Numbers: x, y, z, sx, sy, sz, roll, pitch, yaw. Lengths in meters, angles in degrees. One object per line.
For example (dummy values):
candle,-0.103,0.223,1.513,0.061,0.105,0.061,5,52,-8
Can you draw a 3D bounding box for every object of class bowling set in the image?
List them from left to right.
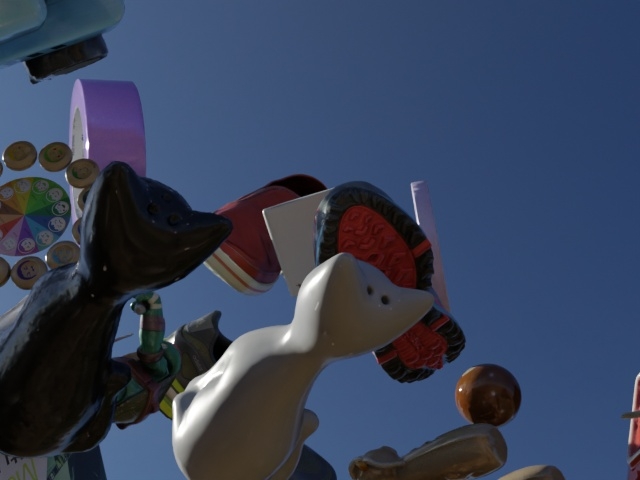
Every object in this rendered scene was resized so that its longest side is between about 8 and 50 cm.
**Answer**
bowling set,0.107,0.213,0.730,0.154,0.200,0.287,-26,-51,32

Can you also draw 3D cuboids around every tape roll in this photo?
tape roll,-0.352,-0.124,1.485,0.090,0.275,0.274,-1,-46,-22

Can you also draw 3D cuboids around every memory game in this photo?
memory game,-0.311,-0.030,0.953,0.186,0.186,0.012,4,-29,3

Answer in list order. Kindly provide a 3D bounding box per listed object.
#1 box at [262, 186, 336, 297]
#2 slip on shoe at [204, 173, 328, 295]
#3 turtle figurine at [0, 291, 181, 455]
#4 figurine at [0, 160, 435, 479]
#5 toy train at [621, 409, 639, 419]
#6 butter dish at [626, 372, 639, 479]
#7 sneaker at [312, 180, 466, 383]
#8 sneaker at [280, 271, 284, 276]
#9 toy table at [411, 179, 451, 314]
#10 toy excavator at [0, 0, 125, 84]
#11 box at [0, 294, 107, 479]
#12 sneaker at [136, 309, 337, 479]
box,0.000,0.000,1.004,0.102,0.087,0.101,-18,-92,1
slip on shoe,-0.067,-0.020,1.143,0.123,0.331,0.101,41,-69,4
turtle figurine,-0.196,0.120,0.856,0.175,0.234,0.118,-42,-95,27
figurine,-0.068,0.057,0.531,0.215,0.092,0.209,20,-48,-25
toy train,0.334,0.100,0.599,0.143,0.105,0.248,25,-34,-8
butter dish,0.350,0.155,0.795,0.118,0.160,0.160,24,-42,3
sneaker,0.042,0.028,0.825,0.104,0.125,0.262,-31,-41,-3
sneaker,-0.022,0.056,1.664,0.235,0.094,0.090,22,-21,-26
toy table,0.118,0.037,1.497,0.161,0.274,0.252,-9,-38,6
toy excavator,-0.290,-0.302,0.948,0.433,0.445,0.222,-24,-79,-16
box,-0.313,0.248,0.942,0.058,0.232,0.322,1,-68,18
sneaker,-0.077,0.206,1.077,0.121,0.111,0.300,-39,-69,17
